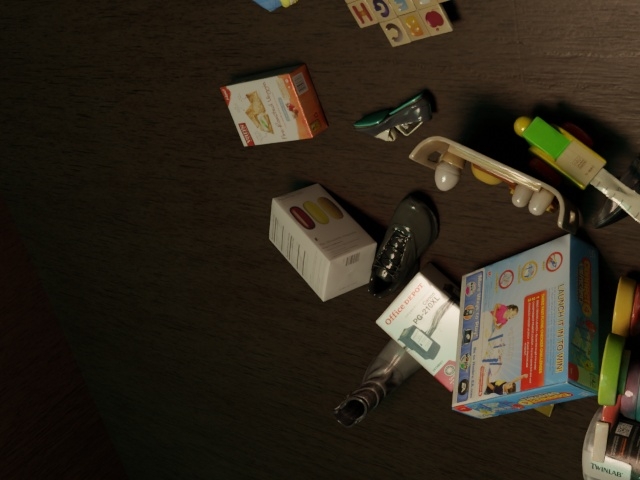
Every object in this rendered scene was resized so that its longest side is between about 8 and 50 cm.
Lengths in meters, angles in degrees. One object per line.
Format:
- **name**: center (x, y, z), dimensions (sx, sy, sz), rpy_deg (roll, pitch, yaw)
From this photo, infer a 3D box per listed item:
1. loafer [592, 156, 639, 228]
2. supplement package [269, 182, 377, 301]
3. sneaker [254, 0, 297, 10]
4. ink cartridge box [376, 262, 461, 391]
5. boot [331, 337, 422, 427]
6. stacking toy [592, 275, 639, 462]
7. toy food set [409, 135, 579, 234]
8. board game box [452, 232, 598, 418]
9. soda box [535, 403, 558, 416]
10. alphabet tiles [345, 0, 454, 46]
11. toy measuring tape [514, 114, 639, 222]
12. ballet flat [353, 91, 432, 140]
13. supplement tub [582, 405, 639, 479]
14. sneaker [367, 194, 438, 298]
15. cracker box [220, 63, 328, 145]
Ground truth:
- **loafer**: center (0.549, -0.083, 1.550), dimensions (0.061, 0.062, 0.170), rpy_deg (61, 141, 22)
- **supplement package**: center (0.000, 0.000, 1.998), dimensions (0.244, 0.139, 0.133), rpy_deg (47, 145, 34)
- **sneaker**: center (-0.145, -0.578, 1.766), dimensions (0.126, 0.091, 0.240), rpy_deg (-23, 104, 50)
- **ink cartridge box**: center (0.272, 0.195, 1.939), dimensions (0.237, 0.100, 0.172), rpy_deg (42, 114, 9)
- **boot**: center (0.161, 0.339, 2.102), dimensions (0.118, 0.223, 0.338), rpy_deg (40, 140, 13)
- **stacking toy**: center (0.603, 0.254, 1.593), dimensions (0.131, 0.279, 0.308), rpy_deg (8, 122, 23)
- **toy food set**: center (0.333, -0.094, 1.598), dimensions (0.306, 0.220, 0.092), rpy_deg (29, 99, 23)
- **board game box**: center (0.405, 0.178, 1.694), dimensions (0.086, 0.308, 0.302), rpy_deg (25, 149, -27)
- **soda box**: center (0.459, 0.324, 1.945), dimensions (0.181, 0.058, 0.061), rpy_deg (27, 136, 25)
- **alphabet tiles**: center (0.108, -0.518, 1.574), dimensions (0.285, 0.011, 0.342), rpy_deg (1, 131, 54)
- **toy measuring tape**: center (0.481, -0.115, 1.524), dimensions (0.330, 0.121, 0.121), rpy_deg (42, 140, 19)
- **ballet flat**: center (0.153, -0.244, 1.773), dimensions (0.203, 0.074, 0.074), rpy_deg (-17, 108, 46)
- **supplement tub**: center (0.708, 0.452, 1.710), dimensions (0.316, 0.194, 0.193), rpy_deg (10, 127, 38)
- **sneaker**: center (0.178, 0.026, 1.914), dimensions (0.109, 0.130, 0.286), rpy_deg (31, 136, 21)
- **cracker box**: center (-0.109, -0.308, 1.964), dimensions (0.232, 0.067, 0.155), rpy_deg (-1, 119, 44)
